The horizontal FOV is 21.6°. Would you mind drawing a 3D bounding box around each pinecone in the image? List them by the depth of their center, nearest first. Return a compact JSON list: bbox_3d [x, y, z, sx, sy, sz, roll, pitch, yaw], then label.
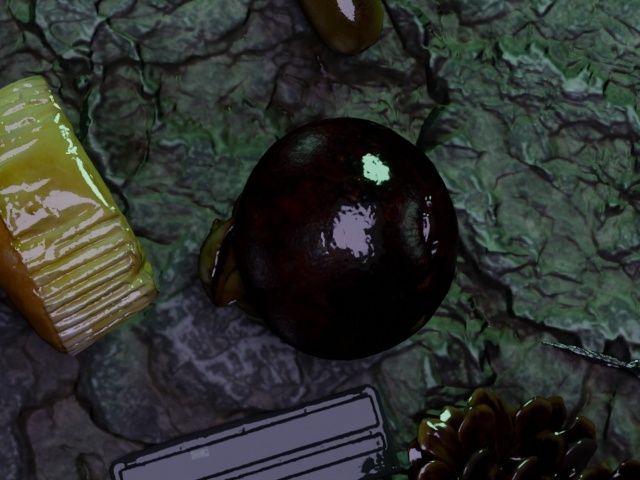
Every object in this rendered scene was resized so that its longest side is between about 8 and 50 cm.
[{"bbox_3d":[0.211,0.264,1.542,0.246,0.292,0.246,-9,105,-36],"label":"pinecone"}]

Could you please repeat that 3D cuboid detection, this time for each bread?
[{"bbox_3d":[-0.255,-0.021,1.547,0.133,0.179,0.250,-29,89,-6],"label":"bread"}]

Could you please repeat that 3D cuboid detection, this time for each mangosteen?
[{"bbox_3d":[0.000,0.000,1.583,0.265,0.228,0.228,-6,83,31],"label":"mangosteen"}]

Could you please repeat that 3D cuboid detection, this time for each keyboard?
[{"bbox_3d":[-0.112,0.236,1.618,0.381,0.041,0.103,-15,86,-17],"label":"keyboard"}]

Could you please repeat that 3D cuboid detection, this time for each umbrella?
[{"bbox_3d":[0.296,0.122,1.698,0.149,0.022,0.022,20,44,-6],"label":"umbrella"}]

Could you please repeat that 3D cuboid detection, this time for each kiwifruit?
[{"bbox_3d":[0.016,-0.244,1.667,0.075,0.075,0.124,-25,85,-11],"label":"kiwifruit"}]
